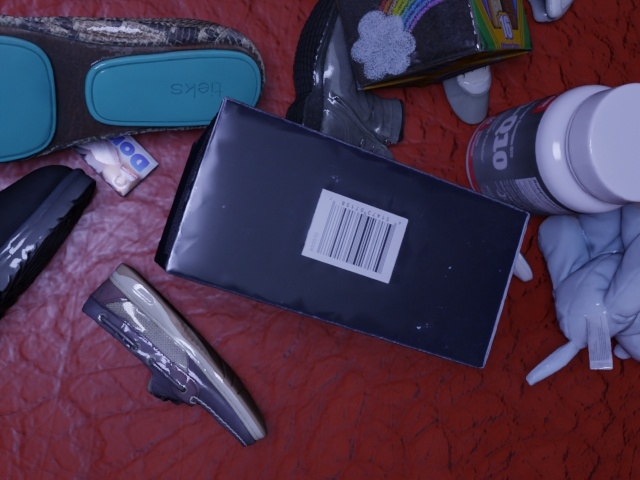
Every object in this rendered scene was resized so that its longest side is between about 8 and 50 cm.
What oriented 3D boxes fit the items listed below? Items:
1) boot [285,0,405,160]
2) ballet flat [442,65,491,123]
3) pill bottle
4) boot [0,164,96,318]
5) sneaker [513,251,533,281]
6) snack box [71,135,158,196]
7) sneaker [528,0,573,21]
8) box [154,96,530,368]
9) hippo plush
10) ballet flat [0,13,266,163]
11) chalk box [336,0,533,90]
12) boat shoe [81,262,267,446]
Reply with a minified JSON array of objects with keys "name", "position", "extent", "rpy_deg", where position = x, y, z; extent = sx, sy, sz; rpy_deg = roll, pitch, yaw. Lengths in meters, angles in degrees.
[{"name":"boot","position":[0.045,-0.207,0.983],"extent":[0.161,0.083,0.246],"rpy_deg":[13,87,-27]},{"name":"ballet flat","position":[0.206,-0.273,1.017],"extent":[0.072,0.068,0.213],"rpy_deg":[-13,94,-15]},{"name":"pill bottle","position":[0.323,-0.113,0.939],"extent":[0.161,0.283,0.161],"rpy_deg":[0,90,-15]},{"name":"boot","position":[-0.540,-0.060,0.795],"extent":[0.445,0.146,0.367],"rpy_deg":[39,79,-8]},{"name":"sneaker","position":[0.250,0.012,1.047],"extent":[0.152,0.053,0.061],"rpy_deg":[43,104,-16]},{"name":"snack box","position":[-0.293,-0.139,0.910],"extent":[0.178,0.022,0.064],"rpy_deg":[46,78,-11]},{"name":"sneaker","position":[0.257,-0.424,1.017],"extent":[0.292,0.110,0.118],"rpy_deg":[30,92,-13]},{"name":"box","position":[0.000,0.000,0.840],"extent":[0.343,0.312,0.178],"rpy_deg":[19,86,-14]},{"name":"hippo plush","position":[0.458,0.077,0.998],"extent":[0.237,0.234,0.294],"rpy_deg":[26,58,-25]},{"name":"ballet flat","position":[-0.300,-0.187,0.809],"extent":[0.483,0.182,0.164],"rpy_deg":[-13,128,-33]},{"name":"chalk box","position":[0.129,-0.355,0.908],"extent":[0.179,0.180,0.288],"rpy_deg":[-18,97,-53]},{"name":"boat shoe","position":[-0.183,0.159,0.906],"extent":[0.092,0.103,0.285],"rpy_deg":[-41,96,-6]}]
